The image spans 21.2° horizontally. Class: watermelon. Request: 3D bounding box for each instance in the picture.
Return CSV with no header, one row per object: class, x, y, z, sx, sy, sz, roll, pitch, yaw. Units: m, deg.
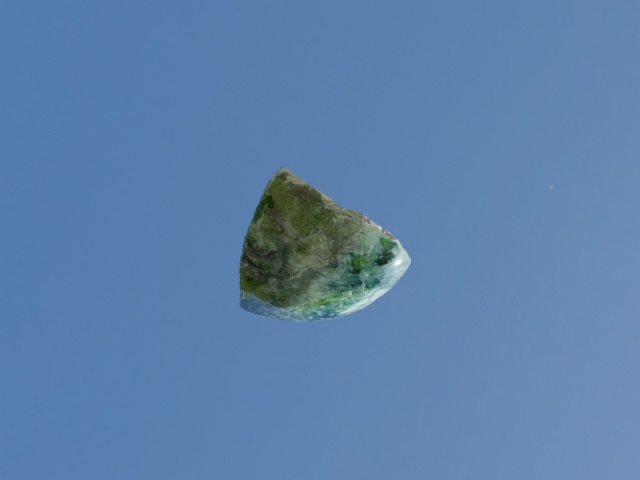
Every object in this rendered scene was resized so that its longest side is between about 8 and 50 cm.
watermelon,0.000,0.000,0.813,0.085,0.061,0.085,-6,-54,-8
